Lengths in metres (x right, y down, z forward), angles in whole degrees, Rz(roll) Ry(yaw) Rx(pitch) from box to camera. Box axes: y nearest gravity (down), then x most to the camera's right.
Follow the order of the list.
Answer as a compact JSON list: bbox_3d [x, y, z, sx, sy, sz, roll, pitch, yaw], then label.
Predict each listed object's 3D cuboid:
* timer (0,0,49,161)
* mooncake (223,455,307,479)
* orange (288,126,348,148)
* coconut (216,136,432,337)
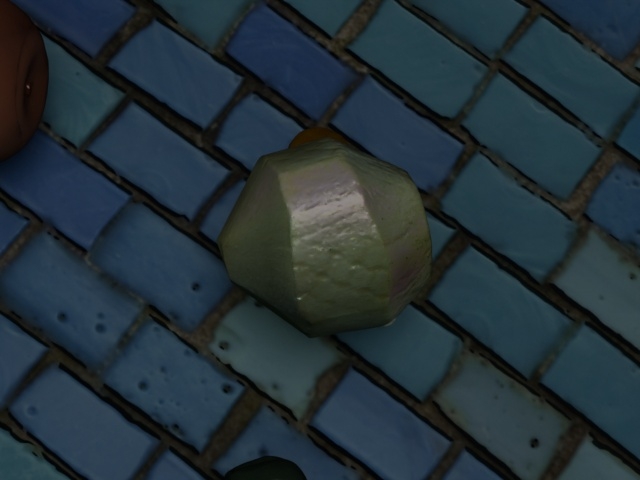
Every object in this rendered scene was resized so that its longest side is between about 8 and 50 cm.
[{"bbox_3d":[-0.448,-0.197,1.626,0.214,0.229,0.230,9,74,4],"label":"timer"},{"bbox_3d":[-0.051,0.336,1.572,0.104,0.175,0.168,-14,36,-7],"label":"mooncake"},{"bbox_3d":[0.000,-0.109,1.750,0.086,0.062,0.086,3,73,-10],"label":"orange"},{"bbox_3d":[0.000,0.000,1.626,0.259,0.259,0.259,2,75,-7],"label":"coconut"}]
